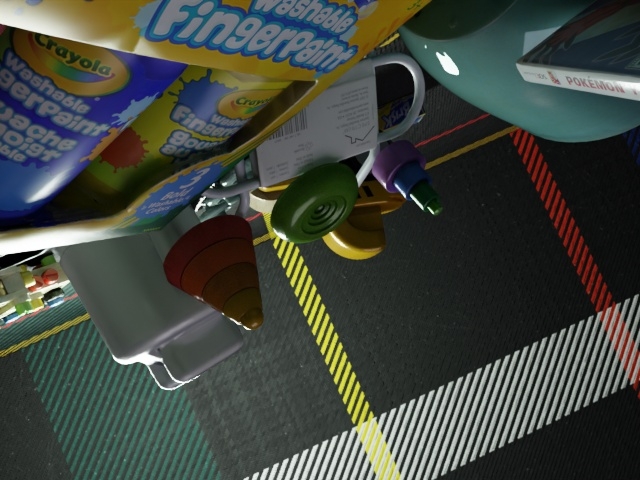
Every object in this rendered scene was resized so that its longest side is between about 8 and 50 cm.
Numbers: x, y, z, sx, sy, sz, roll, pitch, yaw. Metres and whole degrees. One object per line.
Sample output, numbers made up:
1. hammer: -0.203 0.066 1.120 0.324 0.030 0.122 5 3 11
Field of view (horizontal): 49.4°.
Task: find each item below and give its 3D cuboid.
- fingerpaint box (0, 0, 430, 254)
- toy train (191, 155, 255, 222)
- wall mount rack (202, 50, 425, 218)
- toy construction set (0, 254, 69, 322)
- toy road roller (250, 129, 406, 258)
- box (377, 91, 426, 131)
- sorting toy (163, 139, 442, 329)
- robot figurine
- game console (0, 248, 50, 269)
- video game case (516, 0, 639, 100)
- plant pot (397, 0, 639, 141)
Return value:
1. fingerpaint box: -0.167 -0.140 0.459 0.371 0.163 0.445 -36 170 26
2. toy train: -0.127 -0.142 1.083 0.190 0.142 0.334 -35 178 -28
3. wall mount rack: -0.034 -0.118 0.894 0.350 0.304 0.130 -22 -146 -26
4. toy construction set: -0.560 0.090 1.393 0.328 0.151 0.215 -2 160 -47
5. toy road roller: 0.011 -0.076 1.405 0.330 0.240 0.202 -8 172 -7
6. box: 0.136 -0.256 1.491 0.169 0.054 0.059 -24 175 -9
7. sorting toy: 0.000 0.000 0.853 0.366 0.126 0.127 -27 149 -17
8. robot figurine: -0.253 0.034 0.997 0.200 0.353 0.300 -29 178 -37
9. game console: -0.555 0.036 1.115 0.361 0.044 0.213 -21 -169 1
10. video game case: 0.251 -0.167 0.458 0.201 0.023 0.183 -38 -160 2
11. plant pot: 0.201 -0.253 0.660 0.235 0.293 0.293 2 158 -43
